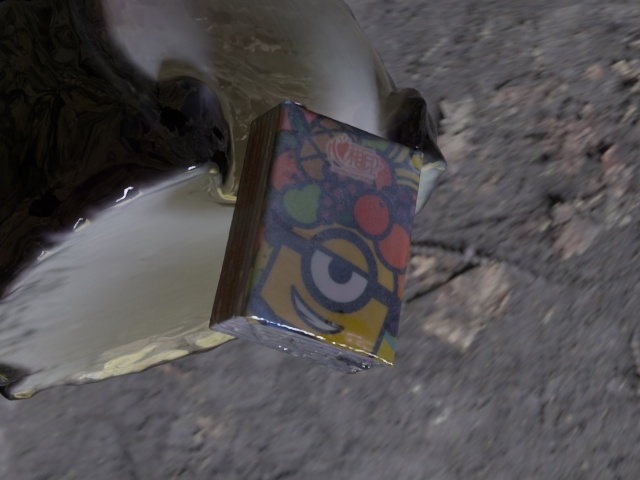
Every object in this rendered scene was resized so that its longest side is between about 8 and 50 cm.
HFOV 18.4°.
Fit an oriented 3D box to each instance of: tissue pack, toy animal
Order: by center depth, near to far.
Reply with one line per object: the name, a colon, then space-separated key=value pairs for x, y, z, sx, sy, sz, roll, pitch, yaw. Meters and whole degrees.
tissue pack: x=0.000 y=0.000 z=0.705 sx=0.063 sy=0.035 sz=0.083 roll=20 pitch=68 yaw=-23
toy animal: x=-0.109 y=-0.116 z=0.838 sx=0.251 sy=0.251 sz=0.310 roll=-28 pitch=68 yaw=19
